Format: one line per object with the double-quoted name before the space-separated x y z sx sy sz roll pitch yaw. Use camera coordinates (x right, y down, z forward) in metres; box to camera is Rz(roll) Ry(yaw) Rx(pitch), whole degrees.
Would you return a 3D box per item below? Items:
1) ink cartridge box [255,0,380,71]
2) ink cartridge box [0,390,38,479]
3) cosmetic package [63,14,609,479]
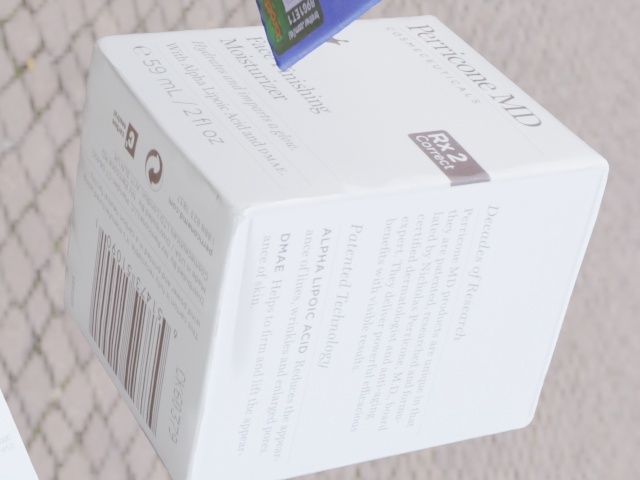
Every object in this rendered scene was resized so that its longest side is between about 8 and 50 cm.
"ink cartridge box" -0.056 -0.214 0.532 0.065 0.186 0.311 -23 90 -25
"ink cartridge box" -0.367 0.036 1.282 0.091 0.308 0.385 -26 109 -27
"cosmetic package" 0.000 0.000 0.743 0.184 0.151 0.151 -9 127 -29
